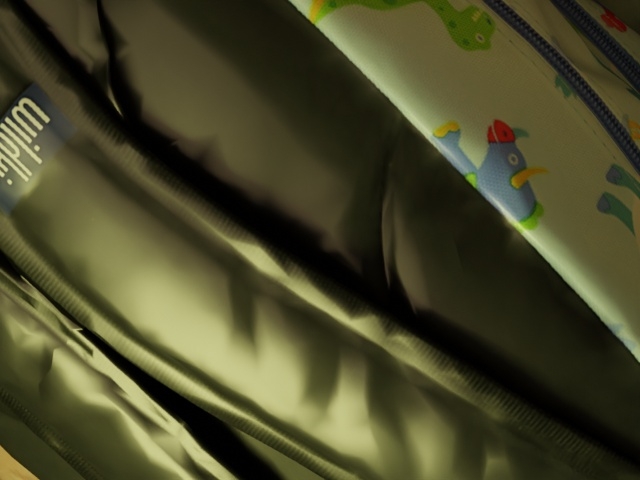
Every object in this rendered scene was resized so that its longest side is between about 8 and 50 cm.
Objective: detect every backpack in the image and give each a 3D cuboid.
[{"bbox_3d":[0.000,0.000,0.486,0.355,0.273,0.290,46,127,11],"label":"backpack"}]
